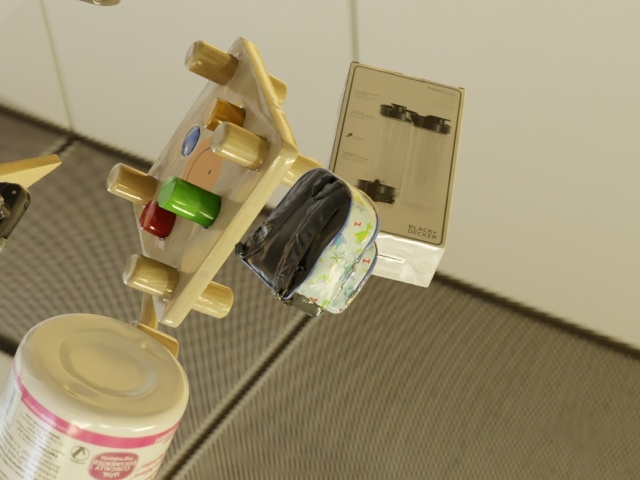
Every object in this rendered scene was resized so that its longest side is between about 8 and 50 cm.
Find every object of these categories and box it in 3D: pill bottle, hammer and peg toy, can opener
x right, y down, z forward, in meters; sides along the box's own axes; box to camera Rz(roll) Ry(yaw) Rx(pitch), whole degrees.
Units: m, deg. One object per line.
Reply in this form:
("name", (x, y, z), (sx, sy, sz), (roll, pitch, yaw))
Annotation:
("pill bottle", (-0.243, 0.224, 1.225), (0.160, 0.283, 0.160), (20, -153, -10))
("hammer and peg toy", (-0.157, -0.034, 1.463), (0.127, 0.361, 0.266), (23, -153, -29))
("can opener", (-0.329, 0.018, 1.203), (0.059, 0.073, 0.186), (13, -127, 22))

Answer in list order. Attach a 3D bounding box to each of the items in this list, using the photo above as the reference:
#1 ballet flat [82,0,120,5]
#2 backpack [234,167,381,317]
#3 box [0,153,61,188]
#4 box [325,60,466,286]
("ballet flat", (-0.346, -0.329, 1.514), (0.250, 0.058, 0.084), (10, -143, -17))
("backpack", (0.000, 0.000, 1.151), (0.114, 0.084, 0.105), (-54, -138, 7))
("box", (-0.465, -0.062, 1.728), (0.164, 0.021, 0.201), (-26, 176, 31))
("box", (0.092, -0.093, 1.718), (0.169, 0.087, 0.290), (13, -128, -3))
